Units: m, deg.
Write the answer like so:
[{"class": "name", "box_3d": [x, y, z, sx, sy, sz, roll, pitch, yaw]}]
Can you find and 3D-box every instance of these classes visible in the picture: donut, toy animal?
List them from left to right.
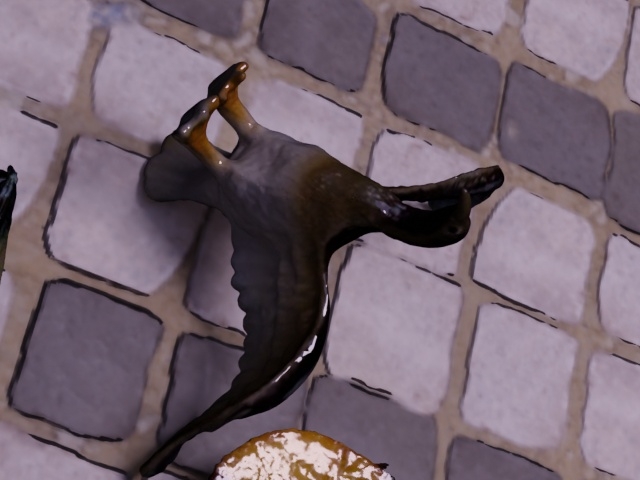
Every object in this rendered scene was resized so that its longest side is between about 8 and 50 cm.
[{"class": "donut", "box_3d": [-0.015, 0.168, 0.873, 0.140, 0.059, 0.140, 10, 67, -25]}, {"class": "toy animal", "box_3d": [-0.009, -0.012, 0.880, 0.160, 0.197, 0.272, 42, 62, -4]}]

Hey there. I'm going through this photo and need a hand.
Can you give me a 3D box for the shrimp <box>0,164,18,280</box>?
[{"class": "shrimp", "box_3d": [-0.249, -0.041, 0.843, 0.198, 0.051, 0.262, -22, 85, -40]}]
